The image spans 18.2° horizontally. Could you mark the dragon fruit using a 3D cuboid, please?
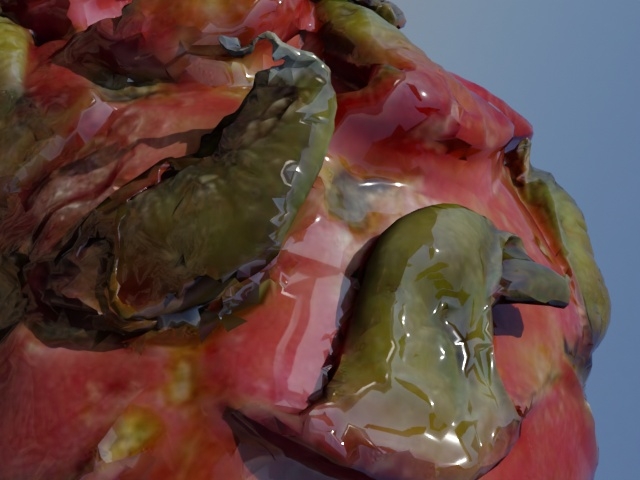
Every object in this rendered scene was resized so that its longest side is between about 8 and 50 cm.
[{"bbox_3d":[-0.032,0.042,0.601,0.269,0.250,0.291,55,31,-51],"label":"dragon fruit"}]
